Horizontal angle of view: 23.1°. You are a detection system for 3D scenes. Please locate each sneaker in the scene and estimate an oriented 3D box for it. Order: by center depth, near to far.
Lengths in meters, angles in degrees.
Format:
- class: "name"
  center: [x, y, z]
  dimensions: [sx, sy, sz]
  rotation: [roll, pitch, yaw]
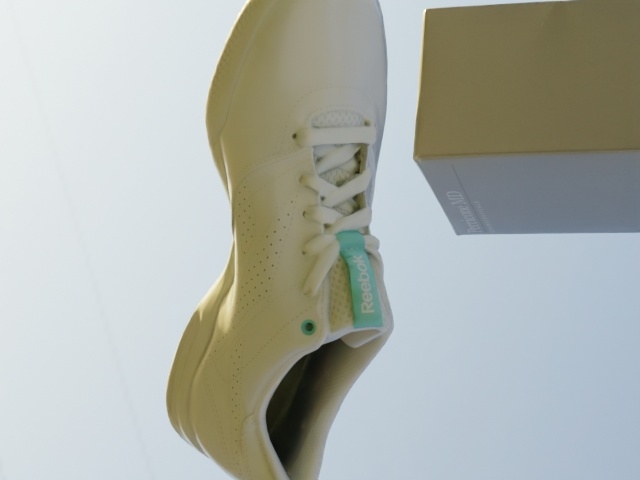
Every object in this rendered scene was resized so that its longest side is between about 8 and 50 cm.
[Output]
- class: "sneaker"
  center: [0.000, 0.000, 0.609]
  dimensions: [0.094, 0.080, 0.212]
  rotation: [33, -63, 56]

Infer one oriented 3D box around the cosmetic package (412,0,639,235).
- class: "cosmetic package"
  center: [0.179, -0.068, 0.876]
  dimensions: [0.238, 0.127, 0.107]
  rotation: [-4, -112, 18]
